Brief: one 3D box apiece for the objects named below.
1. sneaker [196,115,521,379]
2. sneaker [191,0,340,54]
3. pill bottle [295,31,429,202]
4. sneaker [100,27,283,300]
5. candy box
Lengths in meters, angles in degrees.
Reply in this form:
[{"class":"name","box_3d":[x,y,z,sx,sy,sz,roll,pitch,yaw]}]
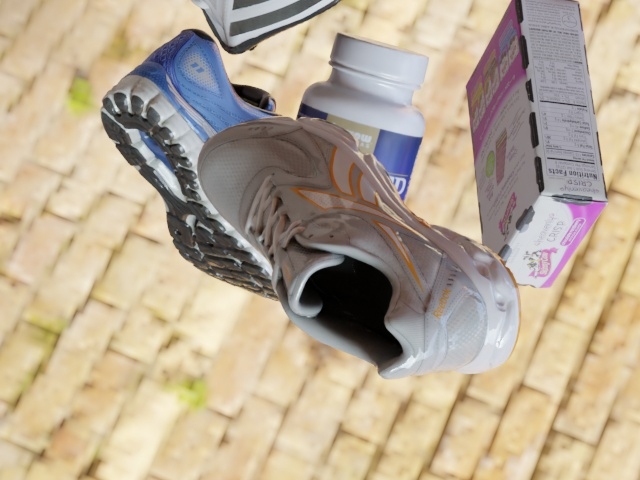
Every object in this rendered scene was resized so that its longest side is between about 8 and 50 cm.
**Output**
[{"class":"sneaker","box_3d":[0.000,0.000,1.256,0.121,0.262,0.099,-11,126,-47]},{"class":"sneaker","box_3d":[-0.154,-0.288,1.721,0.169,0.447,0.257,-41,136,-34]},{"class":"pill bottle","box_3d":[0.029,-0.080,1.717,0.112,0.112,0.187,-16,122,-74]},{"class":"sneaker","box_3d":[-0.077,-0.067,1.878,0.147,0.130,0.330,-53,141,-24]},{"class":"candy box","box_3d":[0.202,-0.094,1.884,0.159,0.071,0.233,116,-24,-56]}]
